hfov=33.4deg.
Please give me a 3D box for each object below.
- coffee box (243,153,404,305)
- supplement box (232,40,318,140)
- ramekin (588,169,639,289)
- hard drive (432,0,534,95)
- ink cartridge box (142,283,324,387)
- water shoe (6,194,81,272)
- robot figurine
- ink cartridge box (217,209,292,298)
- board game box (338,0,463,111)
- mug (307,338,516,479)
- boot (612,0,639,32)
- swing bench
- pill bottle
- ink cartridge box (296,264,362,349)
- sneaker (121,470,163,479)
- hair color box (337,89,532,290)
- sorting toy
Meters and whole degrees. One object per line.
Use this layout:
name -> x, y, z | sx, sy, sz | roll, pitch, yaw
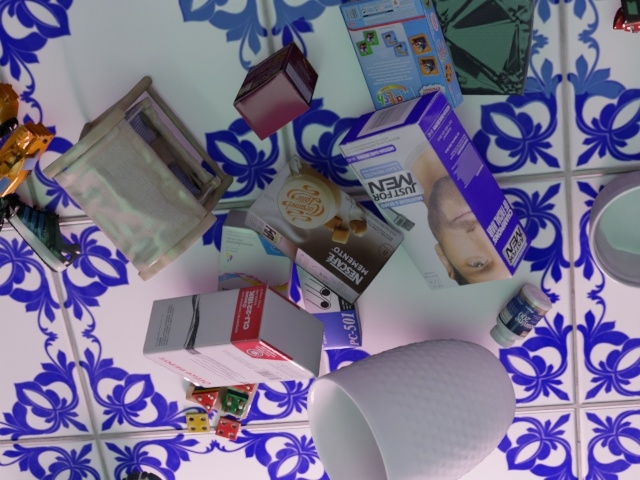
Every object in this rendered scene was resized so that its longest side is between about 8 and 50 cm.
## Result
coffee box -> 0.005, -0.016, 1.894 | 0.246, 0.098, 0.141 | 38, 72, 3
supplement box -> -0.072, -0.255, 1.802 | 0.104, 0.188, 0.081 | -32, 109, 18
ramekin -> 0.576, -0.027, 1.894 | 0.207, 0.109, 0.207 | 2, 115, 4
hard drive -> 0.269, -0.371, 1.790 | 0.172, 0.054, 0.254 | 1, 116, 5
ink cartridge box -> -0.160, 0.182, 1.971 | 0.273, 0.114, 0.197 | -10, 149, 31
water shoe -> -0.538, -0.034, 2.027 | 0.080, 0.073, 0.203 | -41, 101, -15
robot figurine -> -0.621, -0.135, 1.937 | 0.211, 0.085, 0.291 | 47, 108, 16
ink cartridge box -> -0.123, 0.068, 2.020 | 0.134, 0.078, 0.231 | 7, 116, 2
board game box -> 0.137, -0.316, 1.801 | 0.160, 0.039, 0.211 | -3, 118, 38
mug -> 0.171, 0.348, 2.016 | 0.328, 0.276, 0.374 | -19, 158, -26
boot -> 0.586, -0.340, 1.761 | 0.176, 0.088, 0.244 | -23, 103, 15
swing bench -> -0.306, -0.111, 1.855 | 0.165, 0.254, 0.253 | -34, 108, 19
pill bottle -> 0.376, 0.146, 2.017 | 0.067, 0.067, 0.120 | 32, 114, -10
ink cartridge box -> 0.019, 0.115, 2.030 | 0.097, 0.046, 0.207 | -6, 124, 8
sneaker -> -0.407, 0.603, 2.302 | 0.122, 0.110, 0.283 | 30, 118, -28
hair color box -> 0.201, -0.078, 1.857 | 0.185, 0.110, 0.339 | -13, 123, 43
sorting toy -> -0.199, 0.304, 2.157 | 0.132, 0.046, 0.274 | 20, 116, -4
